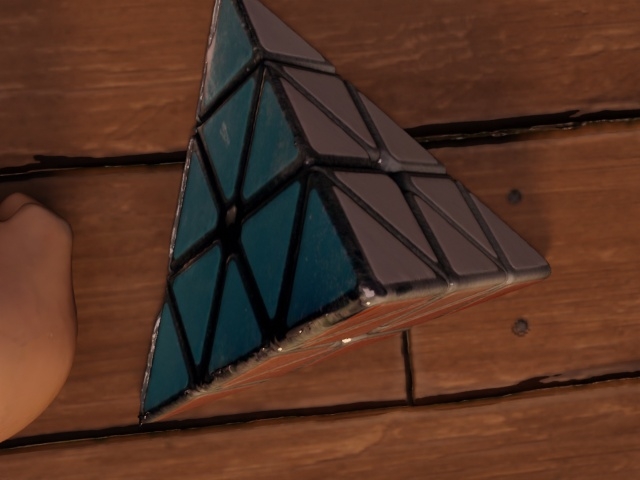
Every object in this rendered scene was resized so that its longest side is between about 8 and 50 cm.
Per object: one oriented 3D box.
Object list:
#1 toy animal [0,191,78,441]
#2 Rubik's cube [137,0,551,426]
[{"bbox_3d":[-0.316,0.040,0.749,0.326,0.237,0.269,30,82,-13],"label":"toy animal"},{"bbox_3d":[-0.001,0.002,0.806,0.229,0.233,0.228,15,142,25],"label":"Rubik's cube"}]
